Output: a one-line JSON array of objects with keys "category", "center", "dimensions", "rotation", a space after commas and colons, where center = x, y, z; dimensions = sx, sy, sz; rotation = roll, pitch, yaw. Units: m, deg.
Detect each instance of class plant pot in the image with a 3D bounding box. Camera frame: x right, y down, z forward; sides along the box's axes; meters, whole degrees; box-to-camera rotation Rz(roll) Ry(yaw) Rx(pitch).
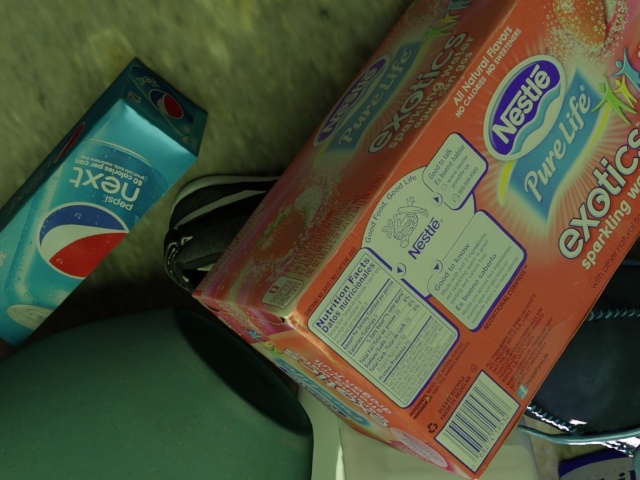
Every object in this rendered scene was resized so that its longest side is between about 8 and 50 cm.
[{"category": "plant pot", "center": [-0.118, 0.161, 0.831], "dimensions": [0.290, 0.290, 0.195], "rotation": [40, 96, -22]}]

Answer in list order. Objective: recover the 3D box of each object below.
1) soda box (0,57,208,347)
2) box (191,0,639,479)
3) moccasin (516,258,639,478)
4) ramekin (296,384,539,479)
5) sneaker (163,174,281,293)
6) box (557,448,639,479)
[{"category": "soda box", "center": [-0.172, -0.023, 0.816], "dimensions": [0.067, 0.071, 0.210], "rotation": [37, 115, -20]}, {"category": "box", "center": [0.086, -0.036, 0.683], "dimensions": [0.154, 0.142, 0.300], "rotation": [41, 75, -22]}, {"category": "moccasin", "center": [0.255, 0.093, 0.792], "dimensions": [0.341, 0.117, 0.138], "rotation": [8, 117, -38]}, {"category": "ramekin", "center": [0.063, 0.209, 0.850], "dimensions": [0.135, 0.277, 0.277], "rotation": [0, 122, -8]}, {"category": "sneaker", "center": [0.000, 0.000, 0.802], "dimensions": [0.216, 0.121, 0.079], "rotation": [-11, 122, 6]}, {"category": "box", "center": [0.266, 0.231, 0.935], "dimensions": [0.126, 0.137, 0.072], "rotation": [-19, 119, 11]}]
